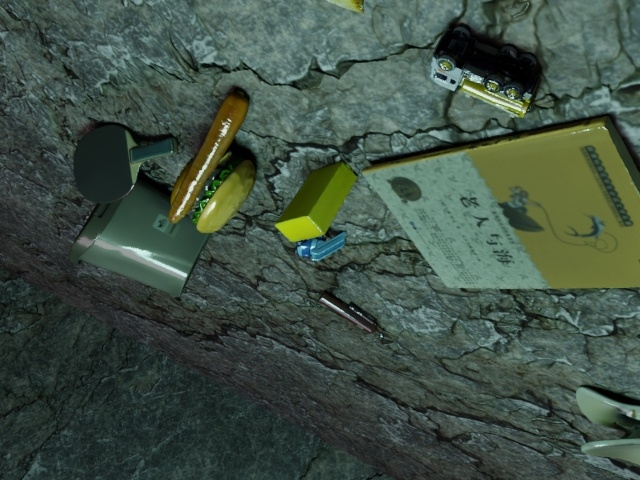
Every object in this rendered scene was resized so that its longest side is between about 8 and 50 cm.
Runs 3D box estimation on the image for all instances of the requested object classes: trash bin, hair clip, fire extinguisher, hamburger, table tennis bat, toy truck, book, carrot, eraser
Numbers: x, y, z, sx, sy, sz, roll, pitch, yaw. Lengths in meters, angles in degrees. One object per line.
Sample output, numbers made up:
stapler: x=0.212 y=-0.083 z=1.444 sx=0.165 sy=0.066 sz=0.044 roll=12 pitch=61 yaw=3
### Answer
trash bin: x=-0.381 y=-0.009 z=1.504 sx=0.250 sy=0.220 sz=0.219 roll=26 pitch=157 yaw=-7
hair clip: x=0.599 y=0.373 z=1.267 sx=0.282 sy=0.113 sz=0.172 roll=20 pitch=153 yaw=9
fire extinguisher: x=0.077 y=0.164 z=1.522 sx=0.173 sy=0.035 sz=0.049 roll=33 pitch=116 yaw=-3
hamburger: x=-0.185 y=-0.093 z=1.204 sx=0.115 sy=0.162 sz=0.162 roll=38 pitch=154 yaw=0
table tennis bat: x=-0.386 y=-0.157 z=1.348 sx=0.274 sy=0.154 sz=0.021 roll=-9 pitch=178 yaw=30
toy truck: x=0.183 y=-0.183 z=0.768 sx=0.123 sy=0.052 sz=0.063 roll=25 pitch=160 yaw=8
toy truck: x=0.000 y=0.000 z=1.272 sx=0.090 sy=0.073 sz=0.056 roll=12 pitch=152 yaw=6
book: x=0.263 y=-0.030 z=0.957 sx=0.389 sy=0.032 sz=0.269 roll=-7 pitch=131 yaw=50
carrot: x=-0.181 y=-0.128 z=1.096 sx=0.043 sy=0.043 sz=0.248 roll=29 pitch=110 yaw=-12
eraser: x=-0.006 y=-0.062 z=1.100 sx=0.045 sy=0.122 sz=0.097 roll=43 pitch=151 yaw=-21

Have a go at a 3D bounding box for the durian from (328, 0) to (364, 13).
durian: x=0.008 y=-0.323 z=0.688 sx=0.140 sy=0.078 sz=0.224 roll=2 pitch=155 yaw=24
